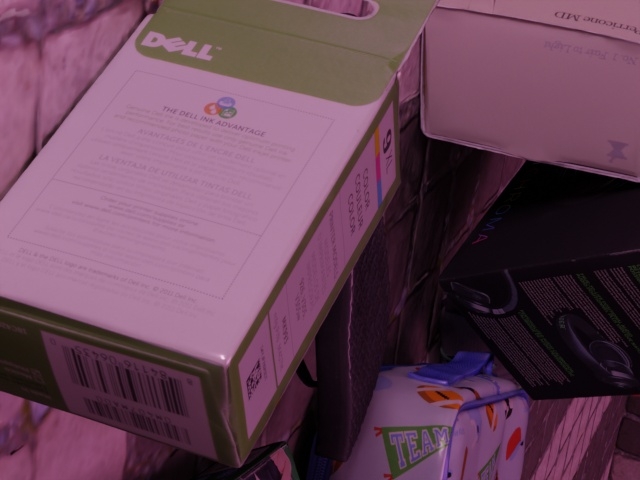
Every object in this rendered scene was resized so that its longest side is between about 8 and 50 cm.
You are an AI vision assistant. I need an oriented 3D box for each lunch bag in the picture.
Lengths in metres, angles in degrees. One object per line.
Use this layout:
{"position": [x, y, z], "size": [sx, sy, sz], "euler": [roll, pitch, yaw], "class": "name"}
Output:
{"position": [0.067, 0.196, 1.029], "size": [0.303, 0.115, 0.243], "euler": [9, 91, -73], "class": "lunch bag"}

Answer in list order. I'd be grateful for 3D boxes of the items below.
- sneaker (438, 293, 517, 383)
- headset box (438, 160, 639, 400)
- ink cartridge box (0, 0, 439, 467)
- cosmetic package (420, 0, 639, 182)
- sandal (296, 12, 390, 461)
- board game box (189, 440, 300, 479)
{"position": [0.132, 0.113, 1.203], "size": [0.098, 0.083, 0.223], "euler": [-66, 161, -12], "class": "sneaker"}
{"position": [0.265, -0.022, 1.003], "size": [0.131, 0.283, 0.246], "euler": [50, 62, -17], "class": "headset box"}
{"position": [-0.037, -0.025, 0.549], "size": [0.062, 0.109, 0.209], "euler": [85, 26, -47], "class": "ink cartridge box"}
{"position": [0.197, -0.188, 1.027], "size": [0.309, 0.160, 0.113], "euler": [-58, 154, -44], "class": "cosmetic package"}
{"position": [0.000, -0.001, 0.787], "size": [0.097, 0.055, 0.254], "euler": [-54, 144, -63], "class": "sandal"}
{"position": [-0.047, 0.228, 0.626], "size": [0.317, 0.046, 0.213], "euler": [-19, 91, -72], "class": "board game box"}
